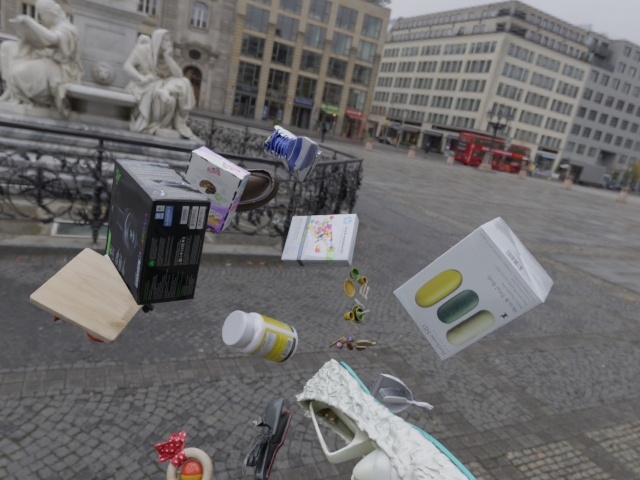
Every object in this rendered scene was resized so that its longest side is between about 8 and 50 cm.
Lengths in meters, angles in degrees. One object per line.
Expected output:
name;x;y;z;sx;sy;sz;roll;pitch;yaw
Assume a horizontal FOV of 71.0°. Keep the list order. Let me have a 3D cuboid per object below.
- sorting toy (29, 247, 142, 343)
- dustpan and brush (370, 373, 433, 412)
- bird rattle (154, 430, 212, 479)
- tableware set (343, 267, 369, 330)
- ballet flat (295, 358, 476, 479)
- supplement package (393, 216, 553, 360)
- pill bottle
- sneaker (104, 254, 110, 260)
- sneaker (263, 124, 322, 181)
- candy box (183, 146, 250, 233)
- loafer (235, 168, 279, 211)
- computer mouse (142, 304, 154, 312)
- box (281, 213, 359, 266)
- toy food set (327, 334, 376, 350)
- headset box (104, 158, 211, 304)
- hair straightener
sorting toy;-0.692;0.183;1.384;0.257;0.089;0.256;31;34;-7
dustpan and brush;0.274;0.526;1.489;0.211;0.147;0.060;12;23;-15
bird rattle;-0.489;0.827;1.616;0.206;0.254;0.143;1;-29;2
tableware set;0.096;0.152;1.192;0.024;0.104;0.154;-19;37;39
ballet flat;0.083;0.343;0.732;0.146;0.147;0.409;3;11;-29
supplement package;0.357;0.109;1.052;0.199;0.262;0.198;55;31;13
pill bottle;-0.175;0.279;1.310;0.208;0.119;0.119;31;-1;-42
sneaker;-0.734;0.094;1.612;0.090;0.095;0.235;28;57;23
sneaker;-0.105;-0.284;1.439;0.182;0.128;0.315;28;7;0
candy box;-0.319;-0.148;1.318;0.164;0.196;0.070;30;28;2
loafer;-0.314;-0.162;1.476;0.365;0.134;0.130;-13;-11;-10
computer mouse;-0.673;0.153;1.769;0.060;0.184;0.262;-11;43;1
box;0.000;0.000;1.198;0.186;0.145;0.038;0;-33;21
toy food set;0.084;0.282;1.234;0.122;0.078;0.019;17;48;-32
headset box;-0.388;-0.032;1.038;0.131;0.247;0.283;-1;27;-40
hair straightener;-0.114;0.380;0.847;0.047;0.089;0.230;-22;17;24
